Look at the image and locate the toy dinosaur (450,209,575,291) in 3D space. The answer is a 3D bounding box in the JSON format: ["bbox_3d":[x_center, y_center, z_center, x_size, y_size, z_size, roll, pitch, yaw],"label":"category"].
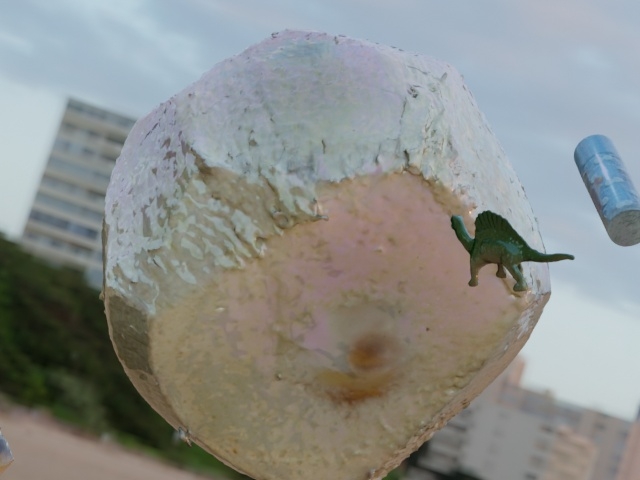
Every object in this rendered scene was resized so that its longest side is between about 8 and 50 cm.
[{"bbox_3d":[0.138,0.006,1.480,0.029,0.060,0.119,-28,17,-32],"label":"toy dinosaur"}]

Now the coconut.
[{"bbox_3d":[0.000,0.000,1.793,0.404,0.404,0.404,18,-8,2],"label":"coconut"}]

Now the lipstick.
[{"bbox_3d":[0.300,-0.053,2.055,0.048,0.048,0.158,20,26,-18],"label":"lipstick"}]

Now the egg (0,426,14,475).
[{"bbox_3d":[-0.425,0.209,1.790,0.264,0.174,0.286,16,-2,12],"label":"egg"}]
